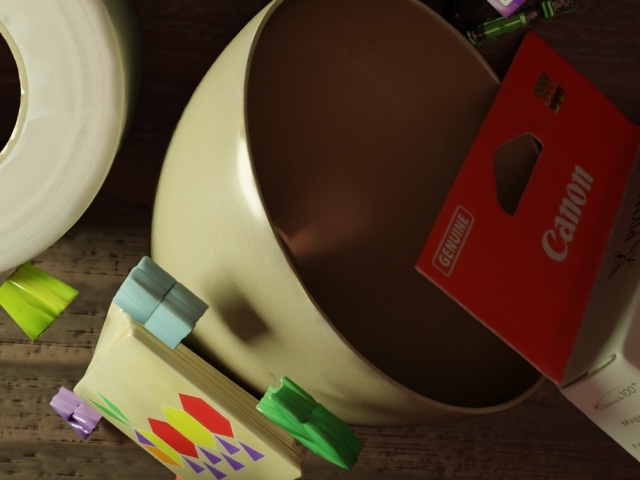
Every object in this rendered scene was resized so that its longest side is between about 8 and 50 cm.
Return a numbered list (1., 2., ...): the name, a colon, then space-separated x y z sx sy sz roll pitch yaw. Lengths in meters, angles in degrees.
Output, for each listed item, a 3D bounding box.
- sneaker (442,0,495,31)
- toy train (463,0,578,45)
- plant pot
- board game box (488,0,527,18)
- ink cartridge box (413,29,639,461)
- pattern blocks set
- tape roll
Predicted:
1. sneaker: 0.033 -0.215 0.910 0.234 0.078 0.106 29 98 -11
2. toy train: 0.140 -0.155 0.958 0.083 0.024 0.017 -21 103 2
3. plant pot: 0.000 0.000 0.888 0.191 0.284 0.284 -28 106 41
4. board game box: 0.164 -0.281 0.770 0.144 0.142 0.275 44 137 -3
5. ink cartridge box: 0.204 -0.004 0.882 0.239 0.275 0.060 41 135 -11
6. pattern blocks set: -0.088 0.112 0.883 0.285 0.325 0.026 43 63 -13
7. tape roll: -0.240 -0.107 0.877 0.246 0.169 0.246 -1 104 -2
